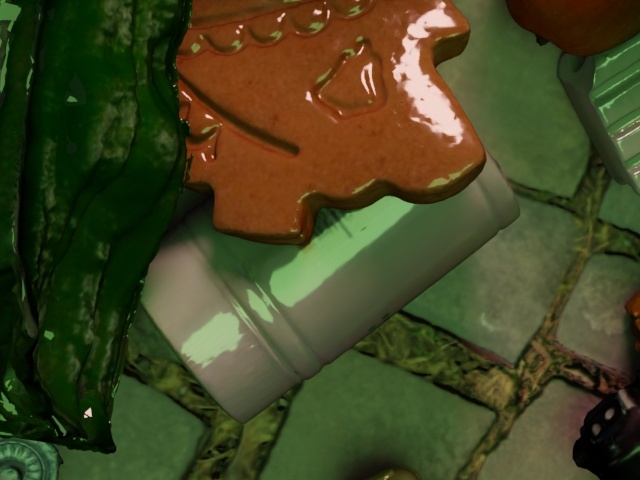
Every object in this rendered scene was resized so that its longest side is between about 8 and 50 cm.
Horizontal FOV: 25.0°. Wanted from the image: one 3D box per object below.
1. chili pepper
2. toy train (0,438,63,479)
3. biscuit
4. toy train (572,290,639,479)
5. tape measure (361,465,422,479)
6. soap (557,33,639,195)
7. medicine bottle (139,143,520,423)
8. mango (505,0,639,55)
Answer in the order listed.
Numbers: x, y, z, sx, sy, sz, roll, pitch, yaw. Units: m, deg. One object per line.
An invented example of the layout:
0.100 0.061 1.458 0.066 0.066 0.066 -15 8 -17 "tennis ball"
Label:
-0.183 -0.046 0.882 0.167 0.213 0.385 9 99 26 "chili pepper"
-0.311 0.104 1.016 0.202 0.131 0.300 -24 107 -3 "toy train"
-0.016 -0.145 0.990 0.283 0.043 0.306 5 72 17 "biscuit"
0.363 0.203 1.164 0.249 0.178 0.429 -43 108 13 "toy train"
0.071 0.253 1.119 0.087 0.154 0.177 -24 137 -2 "tape measure"
0.294 -0.137 1.112 0.198 0.066 0.119 -32 106 -2 "soap"
0.000 0.000 1.041 0.254 0.152 0.152 -37 108 -1 "medicine bottle"
0.220 -0.274 1.034 0.146 0.129 0.289 15 88 12 "mango"
